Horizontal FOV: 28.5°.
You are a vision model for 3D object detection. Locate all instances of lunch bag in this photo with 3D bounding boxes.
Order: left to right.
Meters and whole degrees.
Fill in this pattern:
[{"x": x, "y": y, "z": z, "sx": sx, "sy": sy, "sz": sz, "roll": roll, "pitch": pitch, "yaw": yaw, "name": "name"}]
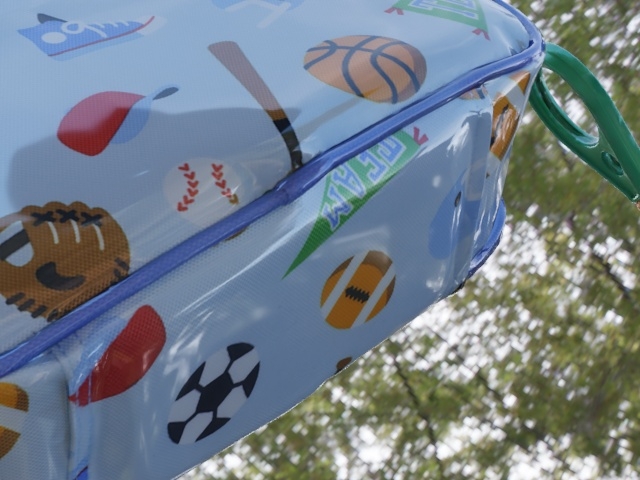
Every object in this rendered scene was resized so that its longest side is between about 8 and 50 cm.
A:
[{"x": -0.083, "y": -0.040, "z": 0.444, "sx": 0.243, "sy": 0.303, "sz": 0.115, "roll": 35, "pitch": -44, "yaw": 29, "name": "lunch bag"}]

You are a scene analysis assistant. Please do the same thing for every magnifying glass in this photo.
[{"x": 0.227, "y": -0.053, "z": 0.939, "sx": 0.231, "sy": 0.026, "sz": 0.092, "roll": 50, "pitch": -10, "yaw": 7, "name": "magnifying glass"}]
